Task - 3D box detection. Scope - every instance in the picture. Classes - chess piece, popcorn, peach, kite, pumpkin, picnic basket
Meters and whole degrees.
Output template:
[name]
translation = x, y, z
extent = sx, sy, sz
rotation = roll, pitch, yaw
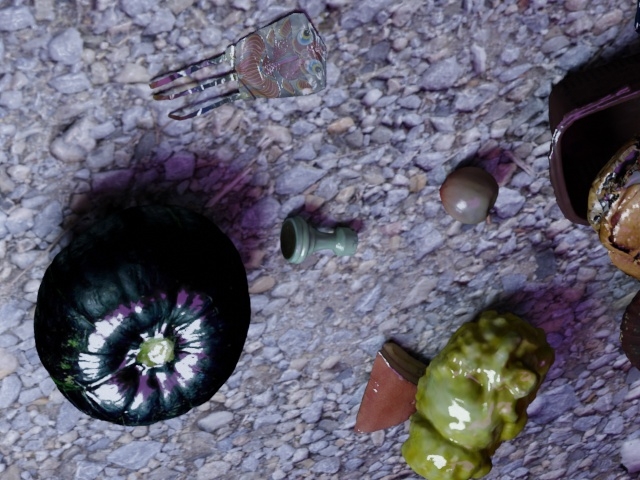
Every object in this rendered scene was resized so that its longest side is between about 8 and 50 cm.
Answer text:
[chess piece]
translation = 0.000, 0.000, 1.698
extent = 0.103, 0.067, 0.067
rotation = 1, 133, -26
[popcorn]
translation = 0.255, 0.244, 1.878
extent = 0.286, 0.173, 0.225
rotation = -64, 158, 12
[peach]
translation = 0.209, -0.065, 1.667
extent = 0.083, 0.083, 0.083
rotation = -6, 134, -6
[kite]
translation = -0.101, -0.206, 1.511
extent = 0.229, 0.016, 0.127
rotation = -19, 130, 6
[pumpkin]
translation = -0.242, 0.097, 1.623
extent = 0.315, 0.238, 0.315
rotation = -13, 125, -20
[picnic basket]
translation = 0.434, -0.161, 1.589
extent = 0.296, 0.129, 0.223
rotation = -19, 132, 5

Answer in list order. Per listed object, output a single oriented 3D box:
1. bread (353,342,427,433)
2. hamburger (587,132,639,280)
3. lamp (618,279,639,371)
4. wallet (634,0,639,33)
[bread]
translation = 0.127, 0.245, 1.948
extent = 0.119, 0.067, 0.192
rotation = 1, 133, -13
[hamburger]
translation = 0.455, -0.049, 1.536
extent = 0.230, 0.107, 0.231
rotation = -3, 133, -3
[lamp]
translation = 0.576, 0.126, 1.834
extent = 0.246, 0.247, 0.247
rotation = -6, 134, -6
[wallet]
translation = 0.488, -0.351, 1.484
extent = 0.167, 0.036, 0.222
rotation = -8, 133, -5
